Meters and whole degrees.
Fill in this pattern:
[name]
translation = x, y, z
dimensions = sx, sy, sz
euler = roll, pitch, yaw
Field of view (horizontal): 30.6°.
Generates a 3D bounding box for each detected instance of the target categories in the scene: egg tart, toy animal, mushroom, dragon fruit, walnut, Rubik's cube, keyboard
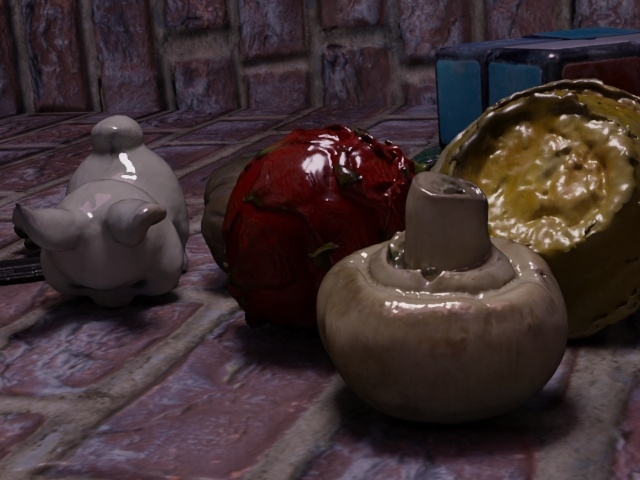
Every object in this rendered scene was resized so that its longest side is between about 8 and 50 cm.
[egg tart]
translation = 0.267, -0.050, 1.359
dimensions = 0.345, 0.345, 0.132
euler = 2, -20, 21
[toy animal]
translation = -0.286, -0.035, 1.587
dimensions = 0.196, 0.241, 0.367
euler = -5, 13, 1
[mushroom]
translation = 0.113, 0.050, 1.150
dimensions = 0.260, 0.234, 0.254
euler = 3, 20, 26
[dragon fruit]
translation = 0.000, 0.000, 1.372
dimensions = 0.244, 0.299, 0.244
euler = 26, 33, -18
[walnut]
translation = -0.057, -0.033, 1.629
dimensions = 0.224, 0.224, 0.224
euler = -3, 14, 1
[Rubik's cube]
translation = 0.370, -0.137, 1.678
dimensions = 0.313, 0.316, 0.318
euler = -9, 13, -23
[keyboard]
translation = -0.534, 0.054, 1.761
dimensions = 0.262, 0.016, 0.106
euler = -6, 14, -9

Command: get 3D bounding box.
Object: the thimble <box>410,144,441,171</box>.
[thimble]
translation = 0.201, -0.097, 1.968
dimensions = 0.135, 0.118, 0.090
euler = 1, 14, 18

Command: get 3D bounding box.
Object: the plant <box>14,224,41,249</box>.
[plant]
translation = -0.427, -0.008, 1.877
dimensions = 0.174, 0.087, 0.085
euler = 12, -10, 34
